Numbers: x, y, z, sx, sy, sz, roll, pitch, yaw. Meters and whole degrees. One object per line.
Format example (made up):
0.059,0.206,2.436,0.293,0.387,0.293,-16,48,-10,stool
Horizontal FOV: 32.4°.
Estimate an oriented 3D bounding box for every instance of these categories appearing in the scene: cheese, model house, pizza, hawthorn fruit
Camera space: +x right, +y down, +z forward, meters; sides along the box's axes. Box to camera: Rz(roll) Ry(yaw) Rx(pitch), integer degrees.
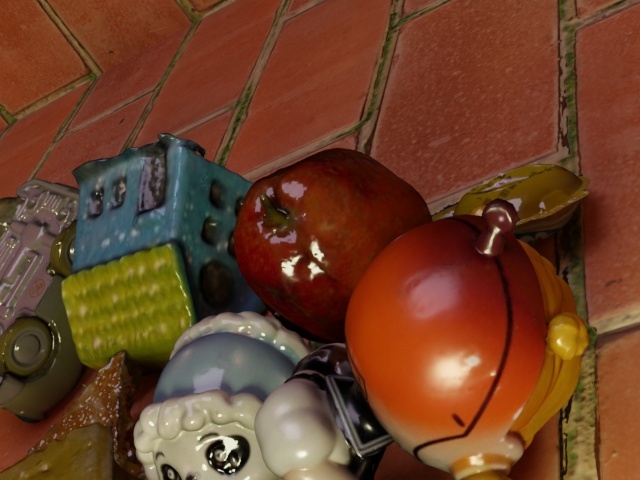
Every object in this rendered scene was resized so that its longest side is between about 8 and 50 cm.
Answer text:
0.201,-0.037,1.256,0.177,0.069,0.270,-28,11,-23,cheese
-0.209,0.048,1.486,0.237,0.215,0.303,-16,63,37,model house
-0.275,0.236,1.378,0.188,0.062,0.199,5,63,36,pizza
0.000,0.000,1.226,0.224,0.260,0.224,-9,74,35,hawthorn fruit

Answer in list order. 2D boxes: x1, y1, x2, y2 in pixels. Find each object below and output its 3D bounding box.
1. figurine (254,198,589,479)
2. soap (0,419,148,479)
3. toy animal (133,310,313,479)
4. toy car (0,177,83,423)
0.095,0.110,0.979,0.323,0.196,0.320,-45,41,16,figurine
-0.298,0.379,1.104,0.293,0.156,0.335,-28,28,6,soap
-0.105,0.186,1.181,0.208,0.156,0.204,-24,25,31,toy animal
-0.412,0.097,1.668,0.242,0.226,0.336,15,74,41,toy car
